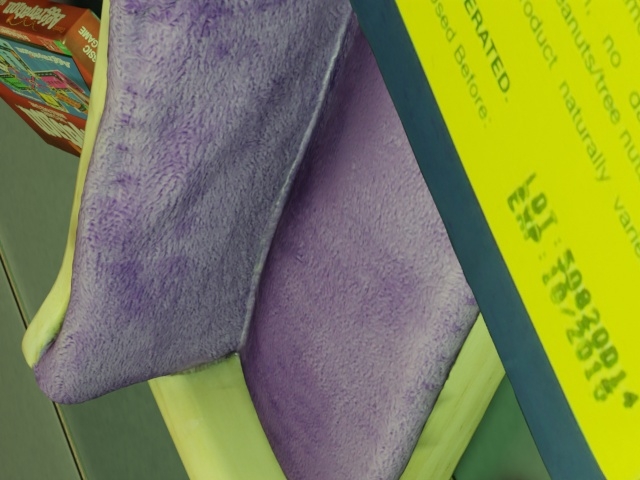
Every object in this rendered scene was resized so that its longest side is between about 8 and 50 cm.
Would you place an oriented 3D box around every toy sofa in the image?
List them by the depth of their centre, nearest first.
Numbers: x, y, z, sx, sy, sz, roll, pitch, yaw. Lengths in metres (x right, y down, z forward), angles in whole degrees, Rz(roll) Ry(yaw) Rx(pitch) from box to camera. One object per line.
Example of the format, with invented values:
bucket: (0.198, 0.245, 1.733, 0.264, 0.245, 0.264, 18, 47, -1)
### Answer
toy sofa: (0.000, 0.000, 0.773, 0.150, 0.177, 0.362, 62, 152, 29)

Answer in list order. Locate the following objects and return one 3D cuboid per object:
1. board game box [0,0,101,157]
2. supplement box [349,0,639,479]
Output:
board game box: (-0.149, -0.090, 1.126, 0.145, 0.027, 0.281, 45, 168, -29)
supplement box: (0.173, -0.103, 0.414, 0.356, 0.195, 0.194, -53, 52, 55)
